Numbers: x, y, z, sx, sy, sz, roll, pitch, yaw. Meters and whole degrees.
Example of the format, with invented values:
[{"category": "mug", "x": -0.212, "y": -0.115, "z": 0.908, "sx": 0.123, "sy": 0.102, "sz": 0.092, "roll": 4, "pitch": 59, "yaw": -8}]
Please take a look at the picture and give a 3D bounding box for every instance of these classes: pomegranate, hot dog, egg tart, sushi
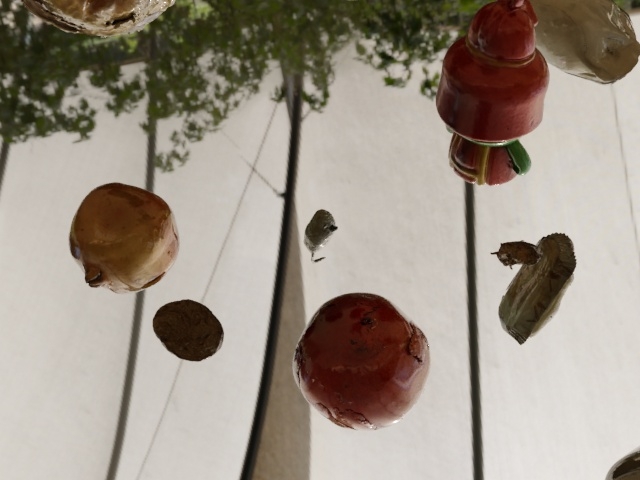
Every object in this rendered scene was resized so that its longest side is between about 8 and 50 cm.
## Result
[{"category": "pomegranate", "x": -0.358, "y": -0.008, "z": 1.315, "sx": 0.209, "sy": 0.209, "sz": 0.209, "roll": -11, "pitch": -164, "yaw": 3}, {"category": "hot dog", "x": 0.490, "y": 0.109, "z": 1.612, "sx": 0.081, "sy": 0.271, "sz": 0.163, "roll": 16, "pitch": -149, "yaw": -15}, {"category": "egg tart", "x": -0.389, "y": -0.484, "z": 1.247, "sx": 0.351, "sy": 0.352, "sz": 0.150, "roll": -12, "pitch": -130, "yaw": -3}, {"category": "sushi", "x": 0.407, "y": 0.028, "z": 1.491, "sx": 0.060, "sy": 0.062, "sz": 0.118, "roll": -6, "pitch": 172, "yaw": -39}, {"category": "pomegranate", "x": 0.069, "y": 0.187, "z": 1.100, "sx": 0.210, "sy": 0.235, "sz": 0.210, "roll": -14, "pitch": -122, "yaw": 25}]

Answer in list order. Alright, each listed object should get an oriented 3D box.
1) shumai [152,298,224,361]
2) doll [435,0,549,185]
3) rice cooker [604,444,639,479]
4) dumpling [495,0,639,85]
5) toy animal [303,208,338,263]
[{"category": "shumai", "x": -0.262, "y": 0.193, "z": 1.451, "sx": 0.139, "sy": 0.105, "sz": 0.123, "roll": 20, "pitch": -129, "yaw": 28}, {"category": "doll", "x": 0.274, "y": -0.242, "z": 1.153, "sx": 0.160, "sy": 0.363, "sz": 0.183, "roll": -26, "pitch": -128, "yaw": -23}, {"category": "rice cooker", "x": 0.376, "y": 0.258, "z": 0.710, "sx": 0.127, "sy": 0.145, "sz": 0.206, "roll": -14, "pitch": 164, "yaw": -21}, {"category": "dumpling", "x": 0.606, "y": -0.526, "z": 1.700, "sx": 0.260, "sy": 0.181, "sz": 0.341, "roll": -41, "pitch": -131, "yaw": -20}, {"category": "toy animal", "x": -0.006, "y": 0.008, "z": 1.889, "sx": 0.079, "sy": 0.253, "sz": 0.070, "roll": -8, "pitch": -124, "yaw": -11}]
